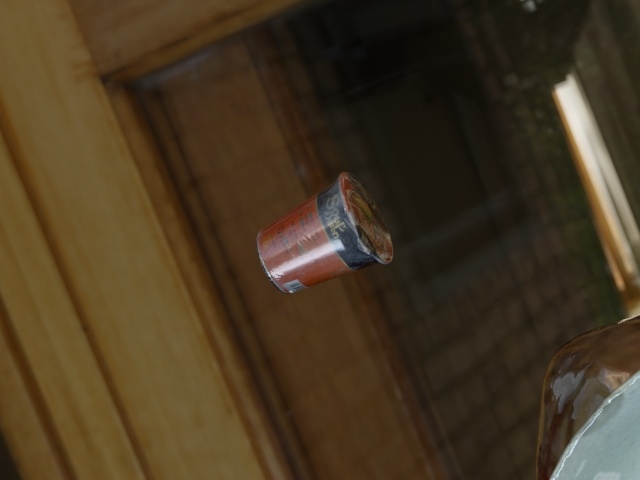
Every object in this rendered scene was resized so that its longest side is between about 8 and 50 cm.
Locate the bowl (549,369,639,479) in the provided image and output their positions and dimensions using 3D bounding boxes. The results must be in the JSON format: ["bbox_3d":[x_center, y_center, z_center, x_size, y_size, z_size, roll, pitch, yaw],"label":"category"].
[{"bbox_3d":[0.398,0.268,1.219,0.435,0.434,0.196,-21,180,18],"label":"bowl"}]

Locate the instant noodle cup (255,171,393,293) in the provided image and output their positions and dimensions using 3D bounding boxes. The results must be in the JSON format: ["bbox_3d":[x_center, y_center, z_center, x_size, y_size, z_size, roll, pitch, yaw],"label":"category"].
[{"bbox_3d":[0.001,0.000,1.796,0.136,0.127,0.127,-27,-178,18],"label":"instant noodle cup"}]

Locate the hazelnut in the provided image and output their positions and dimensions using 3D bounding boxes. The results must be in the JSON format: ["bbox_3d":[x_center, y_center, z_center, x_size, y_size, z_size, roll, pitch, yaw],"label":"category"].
[{"bbox_3d":[0.418,0.247,1.668,0.359,0.359,0.409,-23,-166,-18],"label":"hazelnut"}]
